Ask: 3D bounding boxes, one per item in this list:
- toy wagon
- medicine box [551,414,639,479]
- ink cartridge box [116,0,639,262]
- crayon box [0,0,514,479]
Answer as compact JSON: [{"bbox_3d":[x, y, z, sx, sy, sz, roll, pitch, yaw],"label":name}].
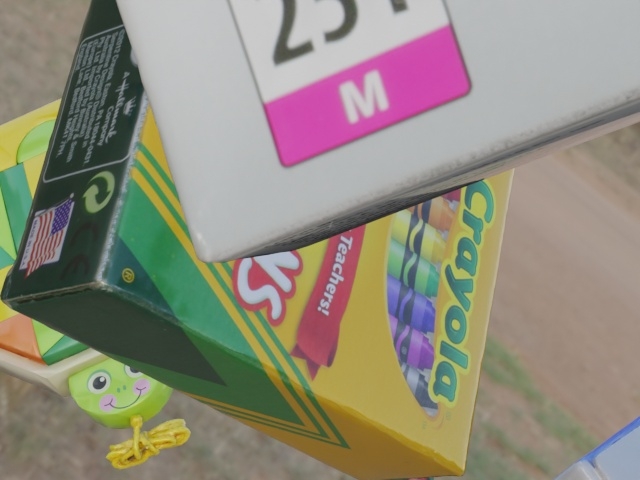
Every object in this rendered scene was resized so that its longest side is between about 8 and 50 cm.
[{"bbox_3d":[-0.185,0.023,1.302,0.068,0.267,0.344,60,7,-55],"label":"toy wagon"},{"bbox_3d":[0.238,0.225,1.168,0.263,0.289,0.149,-26,74,-39],"label":"medicine box"},{"bbox_3d":[0.058,-0.150,0.379,0.060,0.275,0.239,-8,79,-65],"label":"ink cartridge box"},{"bbox_3d":[0.000,0.000,0.845,0.081,0.202,0.318,-11,-32,42],"label":"crayon box"}]
